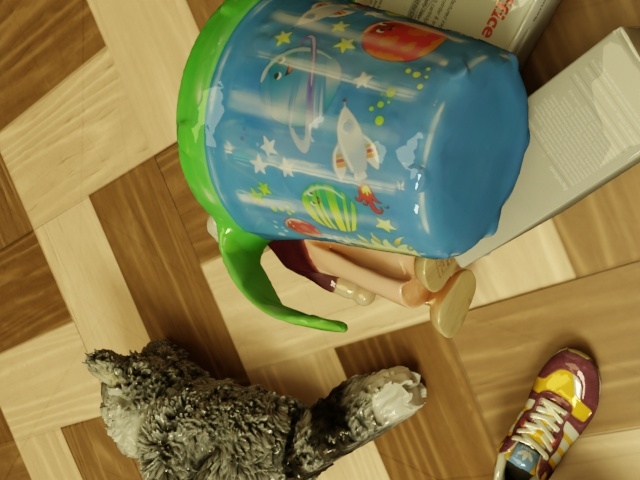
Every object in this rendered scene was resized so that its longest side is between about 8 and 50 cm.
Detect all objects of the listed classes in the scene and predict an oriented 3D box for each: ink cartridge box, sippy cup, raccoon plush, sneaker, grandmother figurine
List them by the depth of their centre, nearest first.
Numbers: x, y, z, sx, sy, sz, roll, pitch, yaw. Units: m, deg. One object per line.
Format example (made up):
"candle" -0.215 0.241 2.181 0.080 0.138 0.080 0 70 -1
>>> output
"sippy cup" 0.040 -0.090 0.648 0.224 0.240 0.306 20 125 37
"ink cartridge box" 0.113 -0.236 0.759 0.208 0.087 0.153 38 123 20
"sneaker" 0.233 0.200 0.815 0.069 0.084 0.186 27 119 26
"grandmother figurine" 0.000 0.000 0.886 0.342 0.104 0.208 14 131 40
"raccoon plush" -0.102 0.196 1.042 0.446 0.216 0.299 -32 69 9

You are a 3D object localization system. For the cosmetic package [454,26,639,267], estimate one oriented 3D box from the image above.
"cosmetic package" 0.214 -0.081 0.714 0.238 0.127 0.107 -34 82 36
